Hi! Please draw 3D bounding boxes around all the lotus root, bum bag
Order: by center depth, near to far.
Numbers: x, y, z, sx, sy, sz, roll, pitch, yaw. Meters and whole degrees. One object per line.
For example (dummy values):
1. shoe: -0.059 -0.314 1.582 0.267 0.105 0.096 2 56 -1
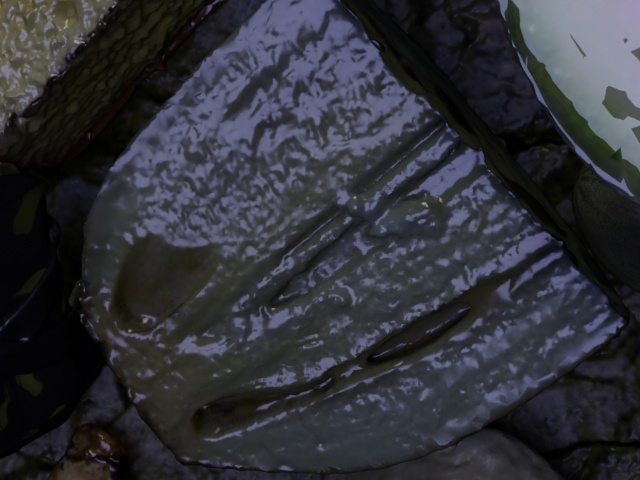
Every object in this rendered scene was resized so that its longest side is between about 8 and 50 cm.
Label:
1. lotus root: -0.001 0.017 0.727 0.260 0.149 0.267 -41 96 17
2. bum bag: -0.203 0.046 0.775 0.060 0.106 0.233 30 141 32

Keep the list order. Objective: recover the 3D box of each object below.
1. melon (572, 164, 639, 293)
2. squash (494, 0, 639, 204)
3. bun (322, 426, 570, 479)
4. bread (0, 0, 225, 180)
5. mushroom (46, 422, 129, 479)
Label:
1. melon: 0.208 -0.011 0.686 0.130 0.098 0.098 19 104 7
2. squash: 0.224 -0.144 0.513 0.263 0.384 0.263 4 102 17
3. bun: 0.080 0.222 0.743 0.220 0.134 0.221 2 96 17
4. bread: -0.142 -0.169 0.743 0.134 0.129 0.260 46 107 11
5. mushroom: -0.147 0.326 0.827 0.233 0.302 0.208 -35 132 16
